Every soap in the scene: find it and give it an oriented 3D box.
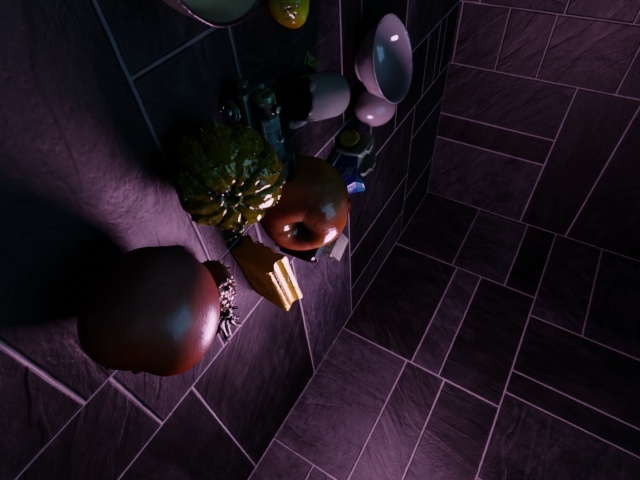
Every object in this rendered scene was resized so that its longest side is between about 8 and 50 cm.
[{"bbox_3d":[-0.197,0.130,1.555,0.096,0.204,0.325,-53,153,-23],"label":"soap"}]

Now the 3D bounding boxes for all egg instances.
[{"bbox_3d":[0.247,-0.613,1.886,0.231,0.176,0.176,-31,140,-38],"label":"egg"}]

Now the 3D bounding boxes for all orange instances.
[{"bbox_3d":[-0.257,-0.175,1.100,0.300,0.223,0.301,-44,134,10],"label":"orange"}]

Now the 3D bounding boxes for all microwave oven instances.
[{"bbox_3d":[0.000,0.000,1.864,0.129,0.204,0.163,-64,156,-8],"label":"microwave oven"}]

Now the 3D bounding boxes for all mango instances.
[{"bbox_3d":[-0.097,-0.695,1.131,0.233,0.111,0.126,71,40,-64],"label":"mango"}]

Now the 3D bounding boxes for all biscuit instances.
[{"bbox_3d":[-0.030,-0.631,1.457,0.089,0.016,0.046,-2,113,-65],"label":"biscuit"}]

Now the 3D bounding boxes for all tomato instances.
[{"bbox_3d":[-0.396,0.160,0.991,0.321,0.321,0.322,-48,150,-39],"label":"tomato"}]

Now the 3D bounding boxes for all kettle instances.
[{"bbox_3d":[-0.037,-0.477,1.434,0.221,0.161,0.236,-45,174,40],"label":"kettle"}]

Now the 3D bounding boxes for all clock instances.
[{"bbox_3d":[-0.048,-0.061,1.661,0.049,0.273,0.279,31,81,-35],"label":"clock"}]

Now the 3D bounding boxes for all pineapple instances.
[{"bbox_3d":[-0.348,0.229,1.379,0.165,0.165,0.365,-49,153,-37],"label":"pineapple"}]

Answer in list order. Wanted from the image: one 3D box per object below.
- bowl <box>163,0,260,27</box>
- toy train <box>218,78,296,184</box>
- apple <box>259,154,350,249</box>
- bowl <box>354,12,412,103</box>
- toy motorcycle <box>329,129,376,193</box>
[{"bbox_3d":[-0.252,-0.607,0.771,0.354,0.185,0.354,-48,151,-38],"label":"bowl"},{"bbox_3d":[-0.174,-0.313,1.205,0.120,0.194,0.298,-49,151,-33],"label":"toy train"},{"bbox_3d":[-0.057,-0.140,1.444,0.339,0.337,0.305,81,15,-51],"label":"apple"},{"bbox_3d":[0.245,-0.748,1.731,0.345,0.157,0.347,-11,104,-51],"label":"bowl"},{"bbox_3d":[0.144,-0.326,1.895,0.327,0.199,0.191,-62,157,-17],"label":"toy motorcycle"}]
